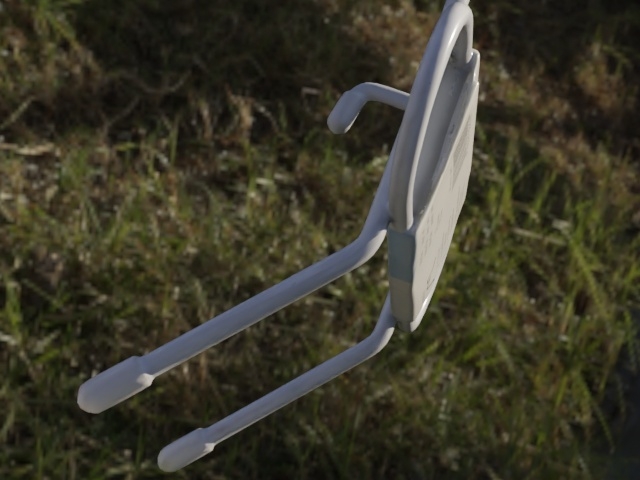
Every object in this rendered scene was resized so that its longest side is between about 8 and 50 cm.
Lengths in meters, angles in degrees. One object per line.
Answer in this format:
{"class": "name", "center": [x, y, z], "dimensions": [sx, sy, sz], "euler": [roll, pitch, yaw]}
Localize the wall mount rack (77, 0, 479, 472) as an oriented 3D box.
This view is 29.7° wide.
{"class": "wall mount rack", "center": [0.000, 0.000, 0.718], "dimensions": [0.131, 0.350, 0.304], "euler": [19, 73, 11]}
